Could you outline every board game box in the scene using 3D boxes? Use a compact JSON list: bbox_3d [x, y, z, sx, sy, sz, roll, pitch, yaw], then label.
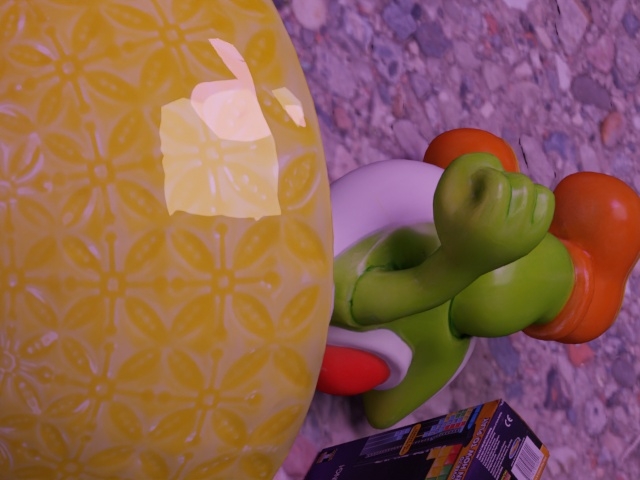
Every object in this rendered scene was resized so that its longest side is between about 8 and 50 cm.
[{"bbox_3d":[0.027,0.168,0.963,0.048,0.141,0.170,49,46,-21],"label":"board game box"}]

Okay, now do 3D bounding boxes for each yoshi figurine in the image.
[{"bbox_3d":[0.009,-0.024,1.004,0.362,0.203,0.203,-5,62,-43],"label":"yoshi figurine"}]

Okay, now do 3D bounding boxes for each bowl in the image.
[{"bbox_3d":[-0.146,-0.003,0.762,0.156,0.289,0.289,-7,79,-41],"label":"bowl"}]
